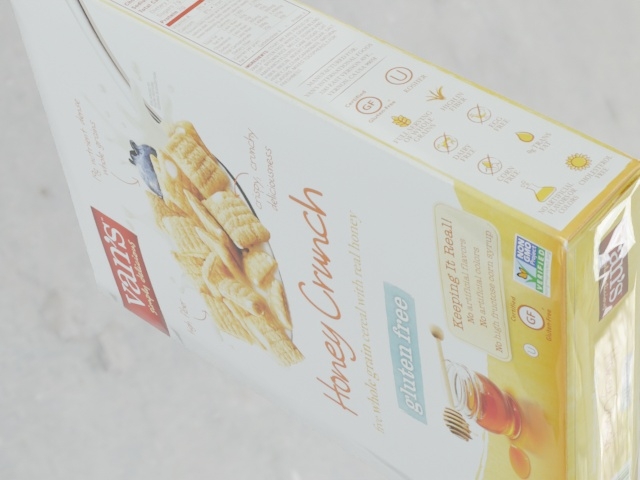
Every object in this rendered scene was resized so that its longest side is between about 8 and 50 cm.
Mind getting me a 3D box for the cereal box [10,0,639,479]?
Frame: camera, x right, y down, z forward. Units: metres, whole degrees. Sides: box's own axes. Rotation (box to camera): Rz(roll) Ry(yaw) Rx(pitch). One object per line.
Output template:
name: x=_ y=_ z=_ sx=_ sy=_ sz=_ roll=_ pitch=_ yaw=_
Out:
cereal box: x=0.000 y=0.000 z=0.606 sx=0.047 sy=0.240 sz=0.173 roll=-42 pitch=143 yaw=-29
